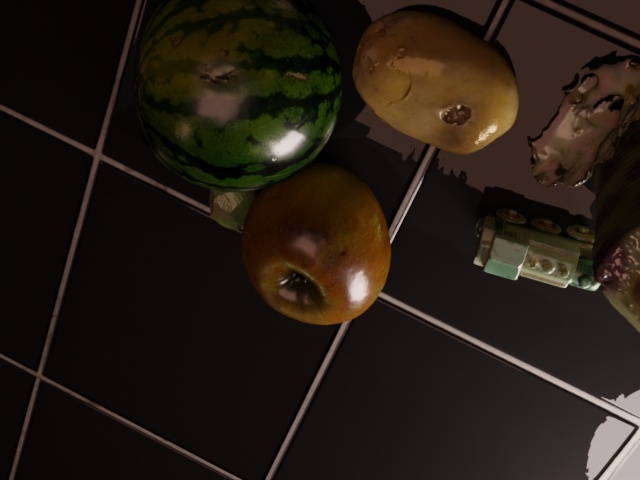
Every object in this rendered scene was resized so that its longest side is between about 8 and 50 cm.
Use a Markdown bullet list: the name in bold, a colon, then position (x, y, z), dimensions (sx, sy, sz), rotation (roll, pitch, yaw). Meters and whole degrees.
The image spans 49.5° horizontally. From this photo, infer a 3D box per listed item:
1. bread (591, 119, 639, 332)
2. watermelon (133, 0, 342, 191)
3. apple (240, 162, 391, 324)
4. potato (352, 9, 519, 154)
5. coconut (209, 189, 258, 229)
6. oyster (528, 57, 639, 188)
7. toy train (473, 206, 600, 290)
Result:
- **bread**: position (0.425, -0.015, 0.826), dimensions (0.187, 0.338, 0.155), rotation (42, 122, -3)
- **watermelon**: position (-0.109, -0.203, 0.921), dimensions (0.284, 0.285, 0.285), rotation (5, 112, 13)
- **apple**: position (0.000, 0.000, 1.034), dimensions (0.236, 0.208, 0.237), rotation (14, 132, 16)
- **potato**: position (0.156, -0.214, 0.927), dimensions (0.233, 0.146, 0.150), rotation (26, 160, -9)
- **coconut**: position (-0.136, -0.065, 1.098), dimensions (0.083, 0.081, 0.082), rotation (43, 157, 1)
- **oyster**: position (0.368, -0.155, 0.925), dimensions (0.071, 0.133, 0.209), rotation (13, 111, -31)
- **toy train**: position (0.313, 0.018, 0.984), dimensions (0.193, 0.125, 0.081), rotation (16, 118, 9)
